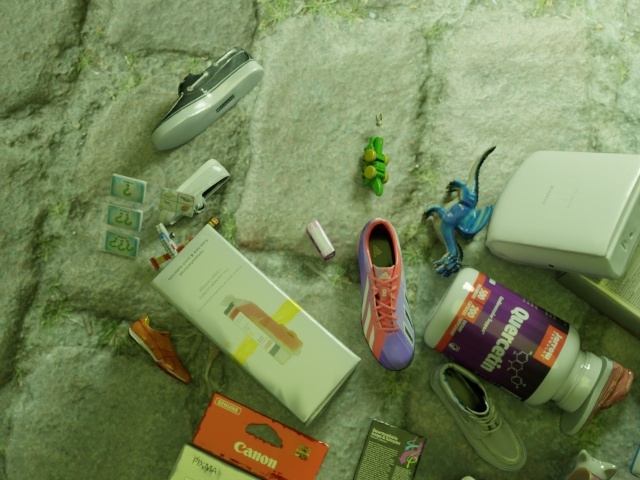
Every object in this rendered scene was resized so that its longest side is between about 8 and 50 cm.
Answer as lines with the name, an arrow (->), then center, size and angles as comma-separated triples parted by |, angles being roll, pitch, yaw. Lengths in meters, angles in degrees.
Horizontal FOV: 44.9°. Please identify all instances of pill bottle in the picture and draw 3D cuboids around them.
pill bottle -> 0.379, 0.203, 1.535 | 0.323, 0.181, 0.181 | 30, 80, 8

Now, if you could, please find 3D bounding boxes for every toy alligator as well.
toy alligator -> 0.114, -0.185, 1.701 | 0.051, 0.056, 0.190 | -11, 73, 41

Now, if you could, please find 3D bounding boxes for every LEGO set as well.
LEGO set -> -0.341, -0.022, 1.634 | 0.244, 0.060, 0.182 | 15, 112, 4

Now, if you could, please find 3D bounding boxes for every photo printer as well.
photo printer -> 0.491, -0.061, 1.556 | 0.307, 0.107, 0.256 | 12, 65, 49

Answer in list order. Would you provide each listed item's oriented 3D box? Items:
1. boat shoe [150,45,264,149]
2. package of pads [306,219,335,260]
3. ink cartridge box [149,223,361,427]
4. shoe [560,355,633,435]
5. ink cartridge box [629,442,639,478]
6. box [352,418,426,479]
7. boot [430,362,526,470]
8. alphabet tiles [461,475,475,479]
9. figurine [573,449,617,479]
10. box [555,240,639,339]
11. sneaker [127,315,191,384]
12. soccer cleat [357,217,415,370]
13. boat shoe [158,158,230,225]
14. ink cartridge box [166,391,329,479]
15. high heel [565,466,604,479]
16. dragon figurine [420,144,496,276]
boat shoe -> -0.267, -0.321, 1.714 | 0.301, 0.108, 0.102 | -41, 79, -10
package of pads -> 0.000, 0.000, 1.660 | 0.032, 0.050, 0.083 | -30, 78, -5
ink cartridge box -> -0.115, 0.176, 1.509 | 0.384, 0.279, 0.160 | 41, 80, 9
shoe -> 0.560, 0.324, 1.561 | 0.081, 0.063, 0.178 | 25, 96, -18
ink cartridge box -> 0.815, 0.391, 1.422 | 0.395, 0.166, 0.285 | 28, 82, -13
box -> 0.135, 0.456, 1.564 | 0.116, 0.029, 0.162 | 19, 80, 5
boot -> 0.315, 0.351, 1.533 | 0.095, 0.123, 0.258 | -42, 79, -7
alphabet tiles -> 0.231, 0.580, 1.434 | 0.284, 0.278, 0.021 | -50, 117, -9
figurine -> 0.530, 0.498, 1.449 | 0.215, 0.209, 0.092 | 29, 39, 8
box -> 0.657, 0.107, 1.578 | 0.311, 0.121, 0.148 | 38, 82, 9
sneaker -> -0.326, 0.227, 1.615 | 0.067, 0.064, 0.175 | -42, 82, -17
soccer cleat -> 0.132, 0.108, 1.597 | 0.108, 0.116, 0.318 | -7, 77, 0
boat shoe -> -0.272, -0.094, 1.689 | 0.063, 0.066, 0.184 | 40, 72, 11
ink cartridge box -> -0.150, 0.469, 1.556 | 0.275, 0.060, 0.239 | 24, 80, 7
high heel -> 0.424, 0.582, 1.341 | 0.181, 0.127, 0.377 | 33, 99, -14
dragon figurine -> 0.312, -0.055, 1.644 | 0.144, 0.085, 0.289 | 41, 82, 10
